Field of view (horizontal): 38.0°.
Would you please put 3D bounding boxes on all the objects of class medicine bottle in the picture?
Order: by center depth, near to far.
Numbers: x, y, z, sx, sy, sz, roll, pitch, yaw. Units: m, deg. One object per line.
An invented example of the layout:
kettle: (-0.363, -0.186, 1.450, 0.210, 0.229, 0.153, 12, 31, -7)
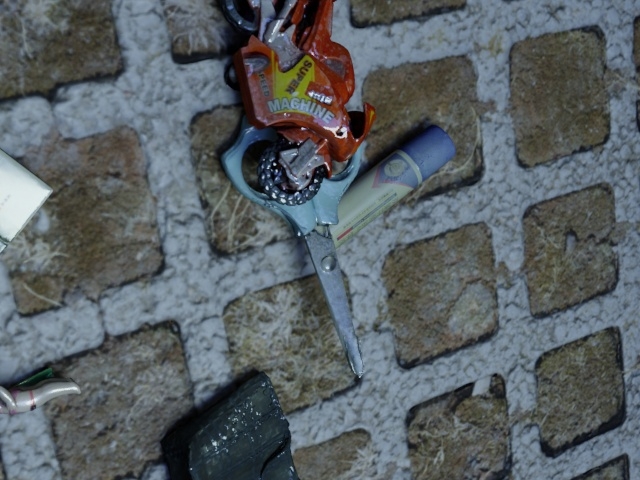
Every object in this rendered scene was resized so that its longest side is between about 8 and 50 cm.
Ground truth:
medicine bottle: (0.081, -0.071, 1.253, 0.231, 0.059, 0.059, -38, 116, -15)

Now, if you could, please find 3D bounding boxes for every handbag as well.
handbag: (-0.104, 0.322, 1.238, 0.175, 0.088, 0.271, -23, 112, -30)

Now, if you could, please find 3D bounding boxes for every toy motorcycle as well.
toy motorcycle: (-0.024, -0.195, 1.126, 0.171, 0.089, 0.298, -12, 93, -11)

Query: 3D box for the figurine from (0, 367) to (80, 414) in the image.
figurine: (-0.373, 0.175, 1.064, 0.187, 0.083, 0.083, -7, 105, -20)

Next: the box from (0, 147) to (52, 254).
box: (-0.434, -0.007, 0.986, 0.164, 0.069, 0.256, 41, 81, -29)

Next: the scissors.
scissors: (0.001, 0.000, 1.176, 0.191, 0.029, 0.361, -16, 87, -20)
